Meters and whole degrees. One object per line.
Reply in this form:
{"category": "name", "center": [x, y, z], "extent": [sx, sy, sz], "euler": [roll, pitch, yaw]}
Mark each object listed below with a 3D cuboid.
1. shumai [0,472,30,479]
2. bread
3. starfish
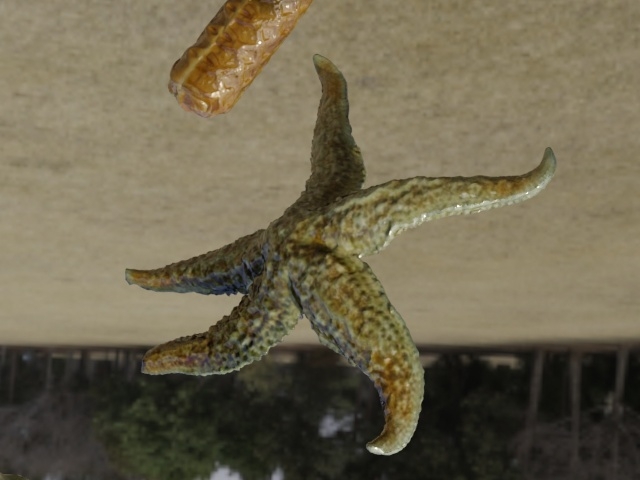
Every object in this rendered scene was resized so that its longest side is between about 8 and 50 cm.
{"category": "shumai", "center": [-0.341, 0.257, 0.966], "extent": [0.309, 0.263, 0.304], "euler": [13, -149, -1]}
{"category": "bread", "center": [-0.048, -0.154, 0.770], "extent": [0.052, 0.157, 0.044], "euler": [39, -176, 12]}
{"category": "starfish", "center": [-0.001, -0.001, 0.494], "extent": [0.223, 0.217, 0.050], "euler": [-19, 137, 20]}
